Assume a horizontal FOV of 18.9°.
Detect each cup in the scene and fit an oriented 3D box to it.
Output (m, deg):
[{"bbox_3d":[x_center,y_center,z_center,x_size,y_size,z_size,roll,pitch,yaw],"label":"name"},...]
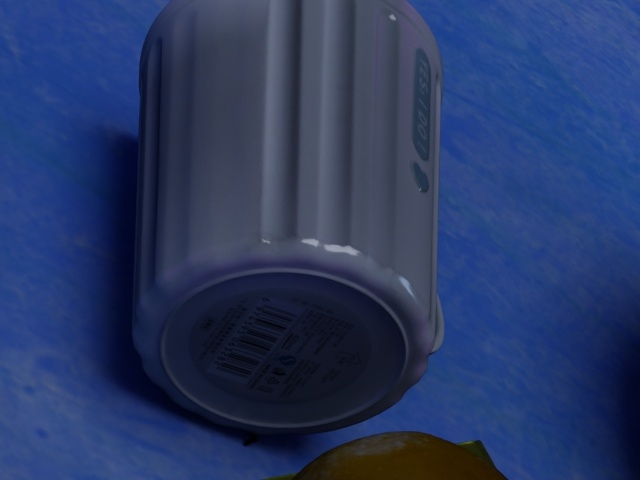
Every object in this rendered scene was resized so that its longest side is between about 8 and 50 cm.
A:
[{"bbox_3d":[0.006,-0.010,1.000,0.221,0.167,0.202,22,43,-21],"label":"cup"}]

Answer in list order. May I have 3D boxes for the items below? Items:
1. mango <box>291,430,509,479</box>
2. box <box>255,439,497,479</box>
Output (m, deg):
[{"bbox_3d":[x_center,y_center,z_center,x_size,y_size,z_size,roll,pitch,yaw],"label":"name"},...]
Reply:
[{"bbox_3d":[0.064,0.233,0.789,0.193,0.146,0.316,16,54,-79],"label":"mango"},{"bbox_3d":[0.038,0.168,0.959,0.193,0.030,0.121,-5,57,-43],"label":"box"}]
